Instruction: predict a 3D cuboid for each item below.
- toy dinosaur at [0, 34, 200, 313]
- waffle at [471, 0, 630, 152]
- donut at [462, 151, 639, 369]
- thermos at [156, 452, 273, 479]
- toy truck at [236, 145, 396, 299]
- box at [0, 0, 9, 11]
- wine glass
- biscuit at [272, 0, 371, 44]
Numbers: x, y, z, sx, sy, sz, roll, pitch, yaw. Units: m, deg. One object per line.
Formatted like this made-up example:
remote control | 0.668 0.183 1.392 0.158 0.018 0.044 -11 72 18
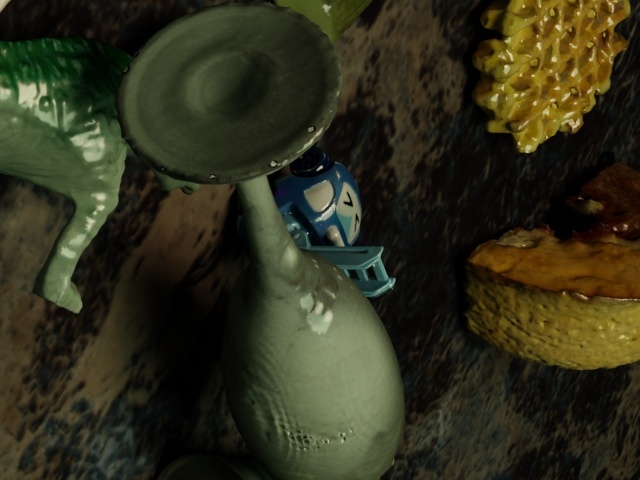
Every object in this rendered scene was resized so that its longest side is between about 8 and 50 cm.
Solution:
toy dinosaur | -0.149 -0.024 0.805 0.383 0.076 0.129 -18 115 -57
waffle | 0.158 -0.148 1.243 0.191 0.038 0.191 -34 134 -45
donut | 0.196 0.029 1.323 0.217 0.141 0.085 -25 134 -44
thermos | -0.016 0.157 1.100 0.083 0.073 0.187 -32 161 24
toy truck | 0.000 0.000 1.020 0.073 0.090 0.056 -32 139 -8
box | -0.150 -0.161 0.685 0.135 0.081 0.199 53 58 -31
wine glass | -0.062 0.084 0.878 0.264 0.096 0.309 -54 154 -25
biscuit | 0.072 -0.234 1.066 0.322 0.038 0.099 -52 147 -29
